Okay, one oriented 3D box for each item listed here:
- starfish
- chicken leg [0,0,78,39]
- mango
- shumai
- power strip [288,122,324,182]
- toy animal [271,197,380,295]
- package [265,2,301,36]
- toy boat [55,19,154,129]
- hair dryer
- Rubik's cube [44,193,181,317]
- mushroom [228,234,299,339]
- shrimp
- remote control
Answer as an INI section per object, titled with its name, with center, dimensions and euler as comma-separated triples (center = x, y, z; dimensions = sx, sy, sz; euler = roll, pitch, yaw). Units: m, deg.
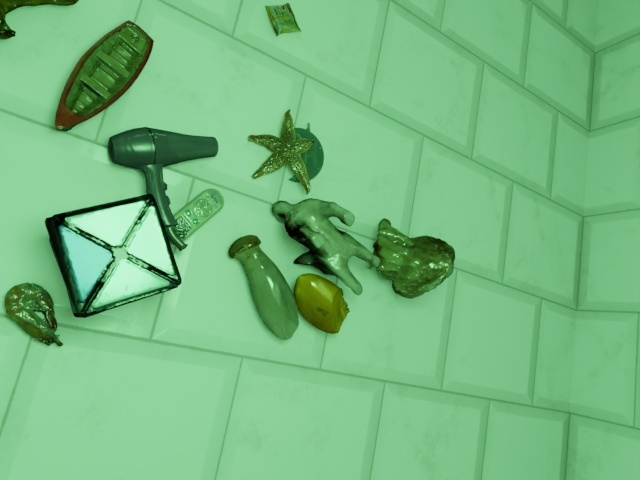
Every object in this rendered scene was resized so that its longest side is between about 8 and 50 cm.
[starfish]
center = -0.128, -0.280, 1.532
dimensions = 0.231, 0.048, 0.295
euler = -16, 90, -9
[chicken leg]
center = -0.793, -0.597, 1.148
dimensions = 0.361, 0.140, 0.212
euler = -14, 83, -27
[mango]
center = 0.000, 0.201, 1.503
dimensions = 0.252, 0.153, 0.126
euler = 55, 43, -32
[shumai]
center = 0.308, 0.038, 1.632
dimensions = 0.262, 0.314, 0.267
euler = 45, 78, -14
[power strip]
center = -0.054, -0.307, 1.600
dimensions = 0.137, 0.044, 0.216
euler = 0, 85, -30
[toy animal]
center = 0.000, 0.000, 1.507
dimensions = 0.194, 0.302, 0.344
euler = -50, 133, -20
[package]
center = -0.131, -0.775, 1.616
dimensions = 0.120, 0.031, 0.108
euler = -28, 99, -35
[toy boat]
center = -0.605, -0.443, 1.275
dimensions = 0.136, 0.079, 0.392
euler = 37, 67, -24
[hair dryer]
center = -0.420, -0.147, 1.323
dimensions = 0.301, 0.121, 0.361
euler = -9, 86, -36
[Rubik's cube]
center = -0.525, 0.045, 1.170
dimensions = 0.246, 0.248, 0.250
euler = -18, 93, -30
[mushroom]
center = -0.167, 0.145, 1.440
dimensions = 0.128, 0.128, 0.350
euler = -32, 97, -29
[shrimp]
center = -0.712, 0.192, 1.165
dimensions = 0.101, 0.042, 0.190
euler = -39, 103, -35
[remote control]
center = -0.382, -0.074, 1.386
dimensions = 0.221, 0.042, 0.078
euler = -46, 108, -25
